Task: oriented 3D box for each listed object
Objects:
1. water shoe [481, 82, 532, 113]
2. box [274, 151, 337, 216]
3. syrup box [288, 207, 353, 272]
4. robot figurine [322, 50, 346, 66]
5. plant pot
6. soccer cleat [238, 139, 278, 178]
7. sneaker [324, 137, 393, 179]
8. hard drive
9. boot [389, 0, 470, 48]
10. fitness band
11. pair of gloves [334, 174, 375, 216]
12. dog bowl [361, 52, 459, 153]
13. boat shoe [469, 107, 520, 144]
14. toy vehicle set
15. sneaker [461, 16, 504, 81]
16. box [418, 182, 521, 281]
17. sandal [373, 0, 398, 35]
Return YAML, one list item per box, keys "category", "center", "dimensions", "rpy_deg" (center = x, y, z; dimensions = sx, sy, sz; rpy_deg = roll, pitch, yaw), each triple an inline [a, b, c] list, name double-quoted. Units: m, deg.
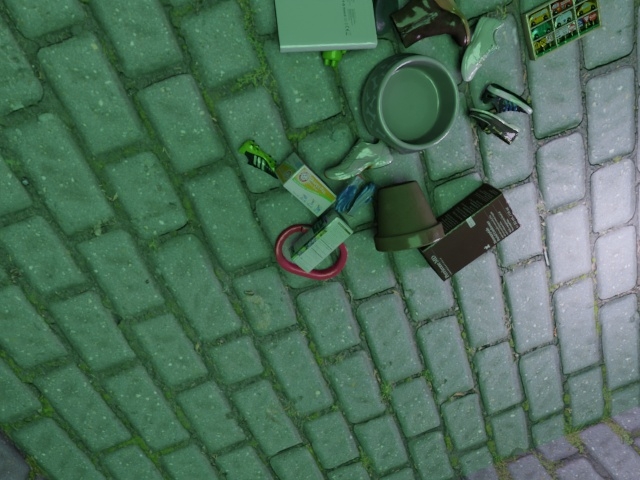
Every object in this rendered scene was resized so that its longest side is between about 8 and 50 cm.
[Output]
- category: "water shoe"
  center: [0.686, -0.508, 1.675]
  dimensions: [0.203, 0.073, 0.080]
  rpy_deg: [23, 129, -15]
- category: "box"
  center: [-0.051, -0.198, 1.608]
  dimensions: [0.103, 0.114, 0.203]
  rpy_deg: [-43, 129, 8]
- category: "syrup box"
  center: [0.000, 0.000, 1.683]
  dimensions: [0.237, 0.093, 0.096]
  rpy_deg: [-43, 115, 11]
- category: "robot figurine"
  center: [0.042, -0.632, 1.485]
  dimensions: [0.101, 0.067, 0.115]
  rpy_deg: [17, 113, 15]
- category: "plant pot"
  center: [0.311, -0.098, 1.693]
  dimensions: [0.263, 0.263, 0.229]
  rpy_deg: [-14, 99, -4]
- category: "soccer cleat"
  center: [-0.212, -0.279, 1.605]
  dimensions: [0.072, 0.060, 0.179]
  rpy_deg: [-30, 121, 29]
- category: "sneaker"
  center: [0.128, -0.303, 1.643]
  dimensions: [0.262, 0.099, 0.121]
  rpy_deg: [-21, 108, -9]
- category: "hard drive"
  center: [0.015, -0.699, 1.420]
  dimensions: [0.307, 0.040, 0.203]
  rpy_deg: [-6, 86, -8]
- category: "boot"
  center: [0.365, -0.704, 1.503]
  dimensions: [0.207, 0.090, 0.248]
  rpy_deg: [-36, 121, 9]
- category: "fitness band"
  center: [-0.037, 0.046, 1.783]
  dimensions: [0.291, 0.054, 0.209]
  rpy_deg: [17, 112, -17]
- category: "pair of gloves"
  center: [0.133, -0.159, 1.678]
  dimensions: [0.159, 0.023, 0.198]
  rpy_deg: [-52, 148, 12]
- category: "dog bowl"
  center: [0.319, -0.470, 1.561]
  dimensions: [0.349, 0.102, 0.349]
  rpy_deg: [-4, 104, -16]
- category: "boat shoe"
  center: [0.642, -0.425, 1.684]
  dimensions: [0.228, 0.081, 0.069]
  rpy_deg: [18, 105, -20]
- category: "toy vehicle set"
  center: [0.850, -0.774, 1.595]
  dimensions: [0.267, 0.035, 0.166]
  rpy_deg: [-27, 116, 2]
- category: "sneaker"
  center: [0.556, -0.649, 1.551]
  dimensions: [0.080, 0.094, 0.212]
  rpy_deg: [-12, 124, -51]
- category: "box"
  center: [0.580, -0.034, 1.817]
  dimensions: [0.381, 0.143, 0.191]
  rpy_deg: [-37, 115, 8]
- category: "sandal"
  center: [0.200, -0.797, 1.450]
  dimensions: [0.097, 0.054, 0.254]
  rpy_deg: [-17, 121, -29]
